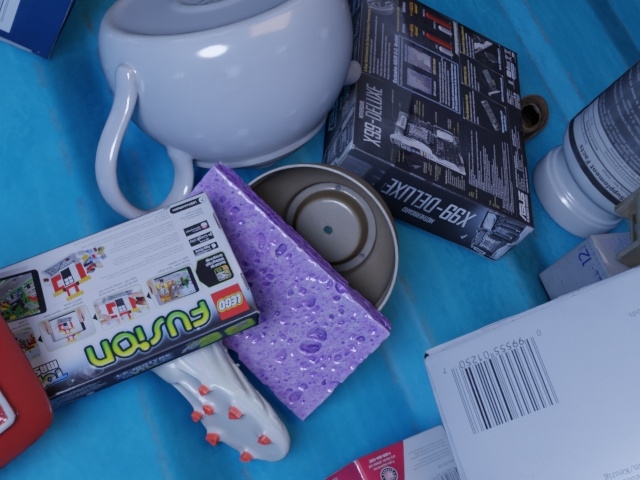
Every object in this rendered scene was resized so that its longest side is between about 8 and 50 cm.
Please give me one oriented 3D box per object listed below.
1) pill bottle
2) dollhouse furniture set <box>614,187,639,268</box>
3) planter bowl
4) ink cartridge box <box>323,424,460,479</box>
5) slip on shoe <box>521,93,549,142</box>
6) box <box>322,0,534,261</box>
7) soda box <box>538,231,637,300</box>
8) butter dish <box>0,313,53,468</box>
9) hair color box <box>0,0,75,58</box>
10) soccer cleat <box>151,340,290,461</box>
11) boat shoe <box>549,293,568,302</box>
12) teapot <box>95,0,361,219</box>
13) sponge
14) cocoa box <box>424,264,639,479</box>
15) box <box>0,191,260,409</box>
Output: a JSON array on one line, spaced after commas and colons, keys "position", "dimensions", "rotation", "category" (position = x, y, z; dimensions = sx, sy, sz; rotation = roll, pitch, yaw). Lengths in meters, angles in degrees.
[{"position": [0.402, -0.126, 1.100], "dimensions": [0.162, 0.278, 0.162], "rotation": [17, 51, -23], "category": "pill bottle"}, {"position": [0.416, 0.024, 0.970], "dimensions": [0.129, 0.129, 0.183], "rotation": [25, 49, -16], "category": "dollhouse furniture set"}, {"position": [0.000, 0.000, 0.839], "dimensions": [0.162, 0.162, 0.109], "rotation": [44, 19, 0], "category": "planter bowl"}, {"position": [0.086, 0.250, 0.769], "dimensions": [0.109, 0.063, 0.150], "rotation": [-11, 66, -39], "category": "ink cartridge box"}, {"position": [0.283, -0.168, 1.215], "dimensions": [0.051, 0.041, 0.135], "rotation": [48, 46, 4], "category": "slip on shoe"}, {"position": [0.130, -0.153, 1.076], "dimensions": [0.242, 0.076, 0.307], "rotation": [21, 50, -21], "category": "box"}, {"position": [0.365, 0.135, 1.017], "dimensions": [0.091, 0.098, 0.286], "rotation": [-5, 62, -35], "category": "soda box"}, {"position": [-0.289, 0.098, 0.591], "dimensions": [0.160, 0.118, 0.160], "rotation": [-39, 121, -32], "category": "butter dish"}, {"position": [-0.298, -0.362, 0.911], "dimensions": [0.174, 0.105, 0.347], "rotation": [23, 49, -20], "category": "hair color box"}, {"position": [-0.096, 0.105, 0.748], "dimensions": [0.196, 0.068, 0.076], "rotation": [39, 43, -1], "category": "soccer cleat"}, {"position": [0.275, 0.164, 0.957], "dimensions": [0.076, 0.080, 0.228], "rotation": [4, 65, -34], "category": "boat shoe"}, {"position": [-0.081, -0.149, 0.858], "dimensions": [0.256, 0.187, 0.252], "rotation": [-12, 33, 1], "category": "teapot"}, {"position": [-0.051, 0.045, 0.786], "dimensions": [0.210, 0.117, 0.031], "rotation": [44, 16, -1], "category": "sponge"}, {"position": [0.307, 0.156, 0.752], "dimensions": [0.228, 0.347, 0.231], "rotation": [33, 36, -58], "category": "cocoa box"}, {"position": [-0.163, 0.051, 0.696], "dimensions": [0.207, 0.036, 0.114], "rotation": [-21, 71, -13], "category": "box"}]
